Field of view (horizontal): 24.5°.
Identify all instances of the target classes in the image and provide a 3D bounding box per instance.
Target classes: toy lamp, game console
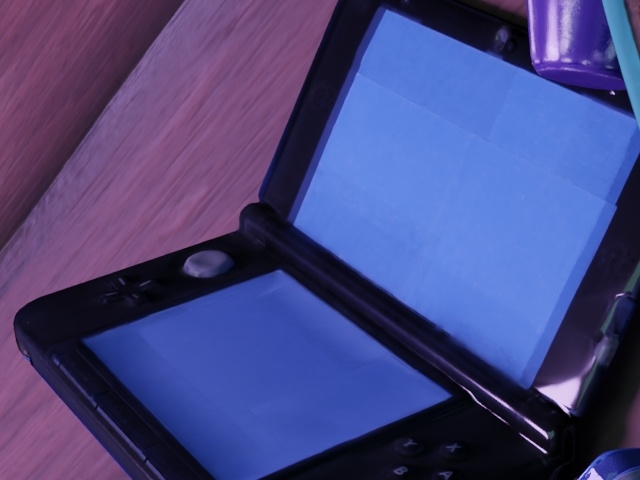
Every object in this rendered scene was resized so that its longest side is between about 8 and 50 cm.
[{"bbox_3d":[0.143,-0.205,0.659,0.080,0.080,0.275,10,87,53],"label":"toy lamp"},{"bbox_3d":[0.000,0.000,0.730,0.293,0.250,0.173,34,135,51],"label":"game console"}]

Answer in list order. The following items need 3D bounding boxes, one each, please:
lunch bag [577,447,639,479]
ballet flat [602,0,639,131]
[{"bbox_3d":[0.128,0.128,0.610,0.098,0.067,0.065,-56,44,27],"label":"lunch bag"},{"bbox_3d":[0.194,0.053,0.488,0.182,0.164,0.483,-9,71,23],"label":"ballet flat"}]
